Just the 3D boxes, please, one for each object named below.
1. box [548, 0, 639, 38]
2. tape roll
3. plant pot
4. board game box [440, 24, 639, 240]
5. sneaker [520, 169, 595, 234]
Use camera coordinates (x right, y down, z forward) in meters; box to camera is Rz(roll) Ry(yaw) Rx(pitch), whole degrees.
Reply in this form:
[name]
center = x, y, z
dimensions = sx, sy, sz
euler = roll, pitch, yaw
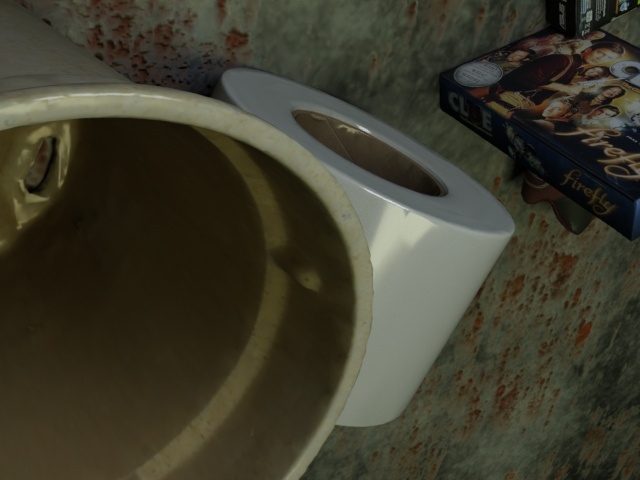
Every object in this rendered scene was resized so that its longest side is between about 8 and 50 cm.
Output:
[box]
center = 0.287, -0.303, 0.837
dimensions = 0.184, 0.045, 0.190
euler = -31, 135, -17
[tape roll]
center = 0.000, 0.000, 0.711
dimensions = 0.246, 0.246, 0.169
euler = 11, 115, -41
[plant pot]
center = -0.193, 0.007, 0.527
dimensions = 0.334, 0.305, 0.333
euler = -20, 132, -24
[board game box]
center = 0.241, -0.108, 0.806
dimensions = 0.165, 0.243, 0.042
euler = -26, 133, -20
[sneaker]
center = 0.330, -0.088, 1.006
dimensions = 0.282, 0.106, 0.162
euler = -5, 130, -21
